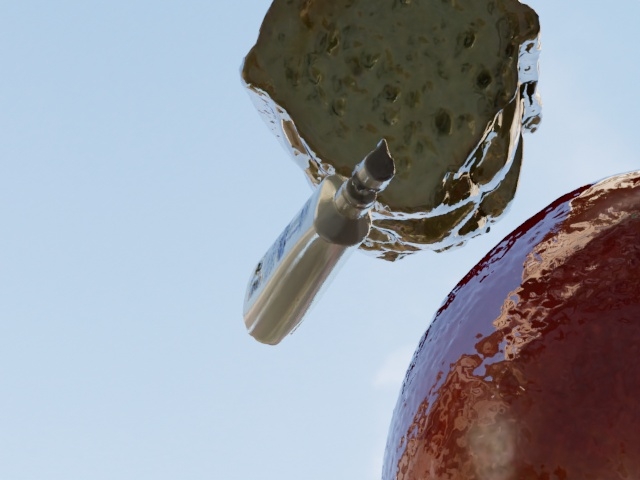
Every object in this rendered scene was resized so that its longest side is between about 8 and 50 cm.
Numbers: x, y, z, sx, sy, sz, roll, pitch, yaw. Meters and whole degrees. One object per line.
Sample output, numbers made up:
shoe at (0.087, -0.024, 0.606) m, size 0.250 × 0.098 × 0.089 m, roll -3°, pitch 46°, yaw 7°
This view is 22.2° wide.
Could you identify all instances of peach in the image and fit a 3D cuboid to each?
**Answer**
peach at (0.154, 0.084, 0.651) m, size 0.245 × 0.248 × 0.274 m, roll 26°, pitch -92°, yaw -5°

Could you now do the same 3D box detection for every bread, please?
bread at (0.059, -0.107, 1.155) m, size 0.196 × 0.252 × 0.238 m, roll 20°, pitch -91°, yaw 8°

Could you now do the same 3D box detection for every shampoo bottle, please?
shampoo bottle at (0.000, 0.000, 0.804) m, size 0.034 × 0.141 × 0.049 m, roll 25°, pitch -128°, yaw -11°
